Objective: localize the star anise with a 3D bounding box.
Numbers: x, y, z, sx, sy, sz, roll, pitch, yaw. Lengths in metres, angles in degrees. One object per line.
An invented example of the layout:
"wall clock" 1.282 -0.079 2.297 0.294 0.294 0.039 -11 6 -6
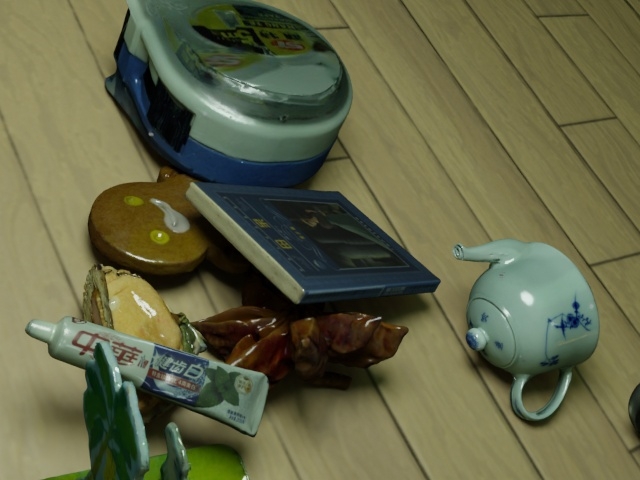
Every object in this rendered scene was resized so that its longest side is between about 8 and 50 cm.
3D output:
"star anise" -0.029 0.103 0.966 0.212 0.111 0.196 18 11 14

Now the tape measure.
"tape measure" -0.097 -0.186 1.124 0.259 0.138 0.262 -7 46 -31

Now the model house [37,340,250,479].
"model house" -0.078 0.247 0.693 0.242 0.313 0.357 -2 53 -31

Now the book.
"book" 0.000 0.000 1.036 0.191 0.025 0.269 42 23 29

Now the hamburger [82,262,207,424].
"hamburger" -0.174 0.109 0.914 0.102 0.087 0.176 2 56 -37

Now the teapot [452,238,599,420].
"teapot" 0.234 0.097 1.092 0.159 0.159 0.232 -23 94 -38

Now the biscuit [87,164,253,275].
"biscuit" -0.146 -0.024 1.042 0.236 0.039 0.180 -16 51 -39

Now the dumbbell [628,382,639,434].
"dumbbell" 0.439 0.301 0.998 0.179 0.179 0.406 20 47 -11

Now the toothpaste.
"toothpaste" -0.152 0.116 0.836 0.233 0.038 0.060 23 71 -21
